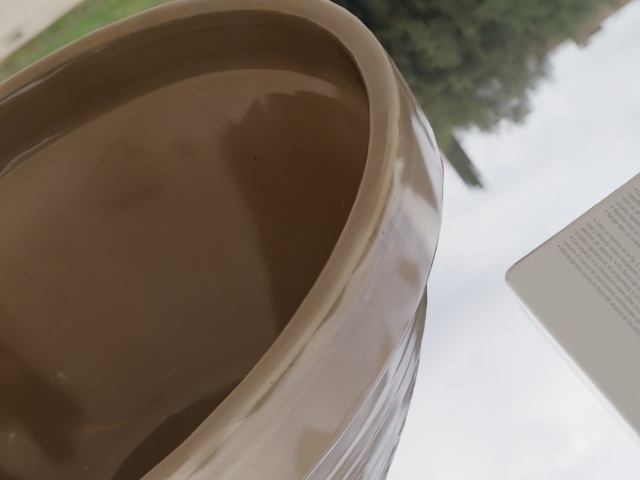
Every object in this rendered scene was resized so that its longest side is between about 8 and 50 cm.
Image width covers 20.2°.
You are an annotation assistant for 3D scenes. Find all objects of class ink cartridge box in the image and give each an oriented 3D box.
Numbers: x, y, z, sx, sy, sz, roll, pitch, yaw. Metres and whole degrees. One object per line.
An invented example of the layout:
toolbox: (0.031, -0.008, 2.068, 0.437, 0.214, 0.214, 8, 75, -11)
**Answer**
ink cartridge box: (0.300, 0.046, 1.131, 0.261, 0.066, 0.296, -37, -133, 0)

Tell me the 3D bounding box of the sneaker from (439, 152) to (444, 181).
sneaker: (0.000, 0.000, 0.680, 0.118, 0.042, 0.067, -54, -143, 8)

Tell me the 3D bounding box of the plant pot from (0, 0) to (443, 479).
plant pot: (-0.057, 0.046, 0.515, 0.237, 0.110, 0.237, -24, -144, 19)
